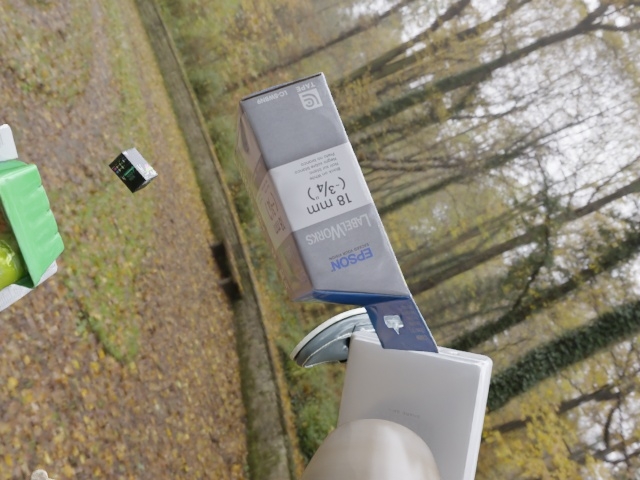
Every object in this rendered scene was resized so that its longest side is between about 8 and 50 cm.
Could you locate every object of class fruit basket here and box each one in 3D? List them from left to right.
[{"bbox_3d":[-0.641,0.009,1.128,0.165,0.353,0.327,16,-52,31],"label":"fruit basket"}]

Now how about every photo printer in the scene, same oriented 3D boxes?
[{"bbox_3d":[0.153,0.335,1.153,0.107,0.256,0.308,4,96,-70],"label":"photo printer"}]

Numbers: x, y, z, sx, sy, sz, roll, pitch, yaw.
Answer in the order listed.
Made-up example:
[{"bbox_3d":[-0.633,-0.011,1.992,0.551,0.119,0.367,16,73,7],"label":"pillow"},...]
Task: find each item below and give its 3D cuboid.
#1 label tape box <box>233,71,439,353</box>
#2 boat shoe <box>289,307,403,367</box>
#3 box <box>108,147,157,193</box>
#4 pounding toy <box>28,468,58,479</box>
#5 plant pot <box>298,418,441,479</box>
[{"bbox_3d":[0.000,0.000,0.804,0.240,0.106,0.334,137,-69,-78],"label":"label tape box"},{"bbox_3d":[0.087,0.203,1.319,0.099,0.319,0.116,56,-40,25],"label":"boat shoe"},{"bbox_3d":[-0.425,-0.160,1.475,0.083,0.052,0.062,50,21,-5],"label":"box"},{"bbox_3d":[-0.500,0.526,1.235,0.206,0.181,0.094,54,-36,13],"label":"pounding toy"},{"bbox_3d":[0.071,0.430,0.950,0.280,0.323,0.323,-69,141,-59],"label":"plant pot"}]
